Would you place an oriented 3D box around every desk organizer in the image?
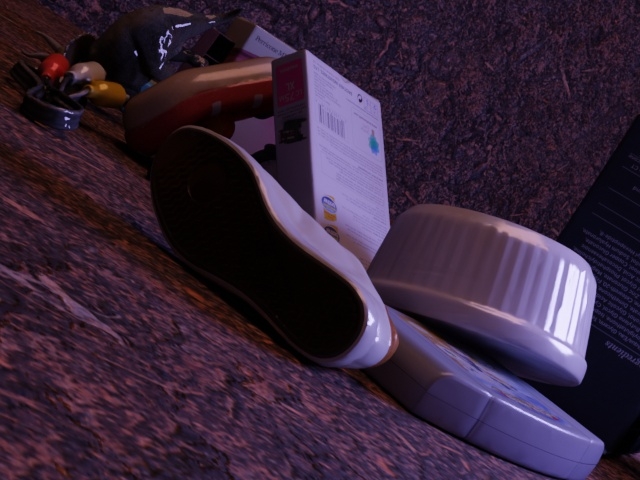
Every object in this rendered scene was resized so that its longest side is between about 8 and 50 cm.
[{"bbox_3d":[-0.196,-0.286,2.050,0.050,0.130,0.047,35,5,-4],"label":"desk organizer"}]

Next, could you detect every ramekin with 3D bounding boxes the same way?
[{"bbox_3d":[0.177,0.057,1.385,0.273,0.127,0.273,20,-10,4],"label":"ramekin"}]

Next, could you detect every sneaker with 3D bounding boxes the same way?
[{"bbox_3d":[-0.043,0.015,1.107,0.290,0.106,0.123,48,8,29],"label":"sneaker"}]

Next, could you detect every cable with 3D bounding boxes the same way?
[{"bbox_3d":[-0.310,-0.186,1.467,0.140,0.072,0.287,27,6,-3],"label":"cable"}]

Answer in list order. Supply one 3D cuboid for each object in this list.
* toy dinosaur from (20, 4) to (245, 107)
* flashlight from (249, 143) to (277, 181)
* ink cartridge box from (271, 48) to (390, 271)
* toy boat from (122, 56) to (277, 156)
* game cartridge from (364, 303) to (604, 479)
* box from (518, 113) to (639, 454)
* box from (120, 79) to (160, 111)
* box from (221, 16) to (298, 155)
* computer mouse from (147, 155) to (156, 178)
[{"bbox_3d":[-0.257,-0.264,1.792,0.160,0.314,0.121,56,18,-36],"label":"toy dinosaur"},{"bbox_3d":[-0.015,-0.065,1.684,0.103,0.103,0.304,3,-2,19],"label":"flashlight"},{"bbox_3d":[0.018,-0.055,1.518,0.186,0.065,0.311,26,52,-54],"label":"ink cartridge box"},{"bbox_3d":[-0.136,-0.142,1.610,0.231,0.151,0.151,-15,1,-32],"label":"toy boat"},{"bbox_3d":[0.147,0.147,1.217,0.297,0.062,0.198,27,3,-44],"label":"game cartridge"},{"bbox_3d":[0.433,0.070,1.692,0.212,0.395,0.293,34,5,23],"label":"box"},{"bbox_3d":[-0.286,-0.235,2.103,0.101,0.060,0.244,31,6,-19],"label":"box"},{"bbox_3d":[-0.128,-0.241,2.134,0.149,0.232,0.127,30,5,-24],"label":"box"},{"bbox_3d":[-0.136,-0.065,1.549,0.071,0.041,0.242,34,5,23],"label":"computer mouse"}]
